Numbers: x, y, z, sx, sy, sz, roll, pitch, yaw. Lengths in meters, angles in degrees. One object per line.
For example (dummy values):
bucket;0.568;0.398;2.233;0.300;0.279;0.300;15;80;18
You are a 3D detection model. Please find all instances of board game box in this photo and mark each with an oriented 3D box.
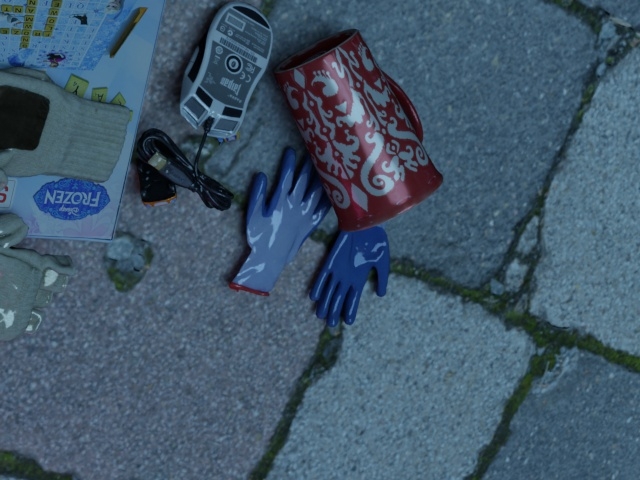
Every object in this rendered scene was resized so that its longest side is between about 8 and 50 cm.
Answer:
board game box;-0.284;-0.161;1.427;0.319;0.066;0.318;4;105;-45

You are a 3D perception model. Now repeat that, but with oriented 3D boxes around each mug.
mug;0.032;-0.114;1.641;0.113;0.150;0.169;-25;106;9

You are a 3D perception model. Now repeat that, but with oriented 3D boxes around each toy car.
toy car;-0.119;-0.067;1.600;0.122;0.060;0.040;-26;146;-12

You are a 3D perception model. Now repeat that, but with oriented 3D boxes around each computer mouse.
computer mouse;-0.099;-0.132;1.575;0.106;0.042;0.193;29;70;-25

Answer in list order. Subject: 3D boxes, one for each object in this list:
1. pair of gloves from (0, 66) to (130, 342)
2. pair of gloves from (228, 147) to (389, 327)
pair of gloves;-0.269;-0.026;1.424;0.204;0.042;0.240;20;96;-47
pair of gloves;0.000;0.000;1.704;0.198;0.023;0.159;20;95;-35
